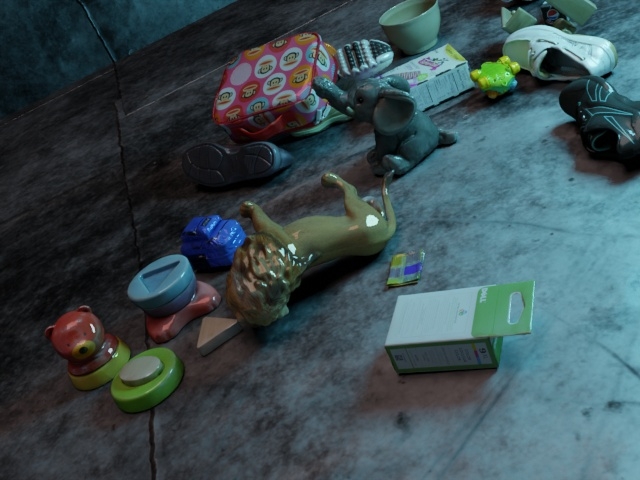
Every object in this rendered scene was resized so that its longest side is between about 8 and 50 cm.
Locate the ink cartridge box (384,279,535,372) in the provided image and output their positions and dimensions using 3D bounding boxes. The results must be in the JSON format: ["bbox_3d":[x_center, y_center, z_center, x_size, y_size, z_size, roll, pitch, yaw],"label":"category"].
[{"bbox_3d":[0.205,0.124,1.124,0.209,0.062,0.109,-9,34,26],"label":"ink cartridge box"}]

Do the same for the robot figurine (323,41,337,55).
[{"bbox_3d":[-0.009,-0.453,2.113,0.158,0.128,0.219,-49,20,28],"label":"robot figurine"}]

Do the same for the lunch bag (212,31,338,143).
[{"bbox_3d":[-0.111,-0.345,1.872,0.293,0.120,0.258,-9,56,29],"label":"lunch bag"}]

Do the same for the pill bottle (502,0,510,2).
[{"bbox_3d":[0.578,-0.723,2.062,0.264,0.146,0.146,-30,30,-7],"label":"pill bottle"}]

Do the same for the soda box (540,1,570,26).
[{"bbox_3d":[0.597,-0.588,1.933,0.060,0.053,0.169,2,40,39],"label":"soda box"}]

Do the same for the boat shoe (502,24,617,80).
[{"bbox_3d":[0.479,-0.386,1.666,0.096,0.098,0.277,-38,33,-21],"label":"boat shoe"}]

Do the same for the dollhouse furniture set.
[{"bbox_3d":[0.519,-0.530,1.813,0.151,0.144,0.123,-52,14,35],"label":"dollhouse furniture set"}]

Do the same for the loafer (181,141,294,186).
[{"bbox_3d":[-0.198,-0.183,1.895,0.303,0.109,0.095,1,3,36],"label":"loafer"}]

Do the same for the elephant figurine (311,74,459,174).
[{"bbox_3d":[0.130,-0.262,1.600,0.186,0.239,0.169,-41,33,-24],"label":"elephant figurine"}]

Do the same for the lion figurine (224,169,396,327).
[{"bbox_3d":[0.000,0.000,1.402,0.392,0.142,0.240,-26,37,-7],"label":"lion figurine"}]

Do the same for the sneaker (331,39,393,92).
[{"bbox_3d":[0.054,-0.398,1.963,0.292,0.118,0.110,-22,48,21],"label":"sneaker"}]

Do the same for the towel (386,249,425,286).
[{"bbox_3d":[0.144,0.046,1.342,0.060,0.009,0.083,-11,33,23],"label":"towel"}]

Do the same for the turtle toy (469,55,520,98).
[{"bbox_3d":[0.378,-0.352,1.721,0.095,0.066,0.130,-25,30,2],"label":"turtle toy"}]

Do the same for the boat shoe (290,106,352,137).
[{"bbox_3d":[0.005,-0.316,1.944,0.190,0.072,0.068,-21,31,10],"label":"boat shoe"}]

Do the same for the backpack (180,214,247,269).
[{"bbox_3d":[-0.214,0.003,1.596,0.120,0.101,0.098,-1,45,31],"label":"backpack"}]

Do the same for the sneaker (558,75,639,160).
[{"bbox_3d":[0.492,-0.215,1.392,0.106,0.101,0.267,-32,30,-5],"label":"sneaker"}]

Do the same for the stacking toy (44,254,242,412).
[{"bbox_3d":[-0.320,0.148,1.421,0.309,0.130,0.279,-40,33,-21],"label":"stacking toy"}]

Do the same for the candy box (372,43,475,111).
[{"bbox_3d":[0.225,-0.364,1.853,0.233,0.071,0.159,-24,30,4],"label":"candy box"}]

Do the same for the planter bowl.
[{"bbox_3d":[0.249,-0.563,2.103,0.162,0.109,0.162,-19,30,12],"label":"planter bowl"}]
